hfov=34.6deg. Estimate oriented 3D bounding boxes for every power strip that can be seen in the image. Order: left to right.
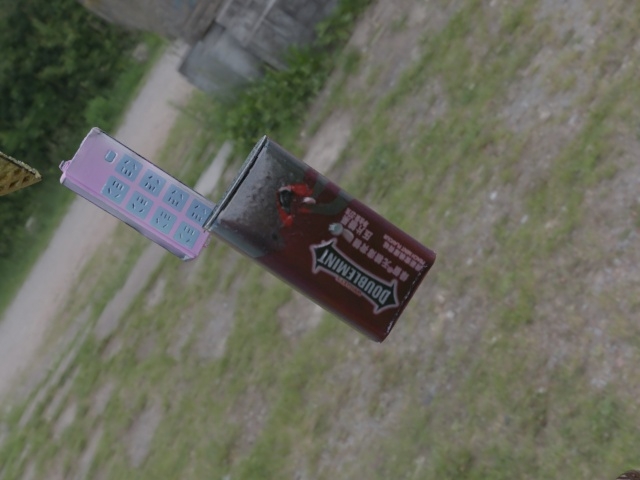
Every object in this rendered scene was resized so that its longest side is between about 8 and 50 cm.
[{"bbox_3d":[-0.295,-0.074,1.707,0.037,0.278,0.109,-28,32,60],"label":"power strip"}]

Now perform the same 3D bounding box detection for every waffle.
[{"bbox_3d":[-0.417,-0.103,1.406,0.097,0.023,0.152,-54,-10,29],"label":"waffle"}]

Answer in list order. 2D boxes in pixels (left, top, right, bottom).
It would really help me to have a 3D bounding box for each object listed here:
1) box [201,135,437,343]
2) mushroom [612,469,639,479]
[{"bbox_3d":[0.000,0.000,1.073,0.120,0.224,0.069,-56,11,-7],"label":"box"},{"bbox_3d":[0.338,0.342,1.240,0.080,0.170,0.135,53,152,28],"label":"mushroom"}]
